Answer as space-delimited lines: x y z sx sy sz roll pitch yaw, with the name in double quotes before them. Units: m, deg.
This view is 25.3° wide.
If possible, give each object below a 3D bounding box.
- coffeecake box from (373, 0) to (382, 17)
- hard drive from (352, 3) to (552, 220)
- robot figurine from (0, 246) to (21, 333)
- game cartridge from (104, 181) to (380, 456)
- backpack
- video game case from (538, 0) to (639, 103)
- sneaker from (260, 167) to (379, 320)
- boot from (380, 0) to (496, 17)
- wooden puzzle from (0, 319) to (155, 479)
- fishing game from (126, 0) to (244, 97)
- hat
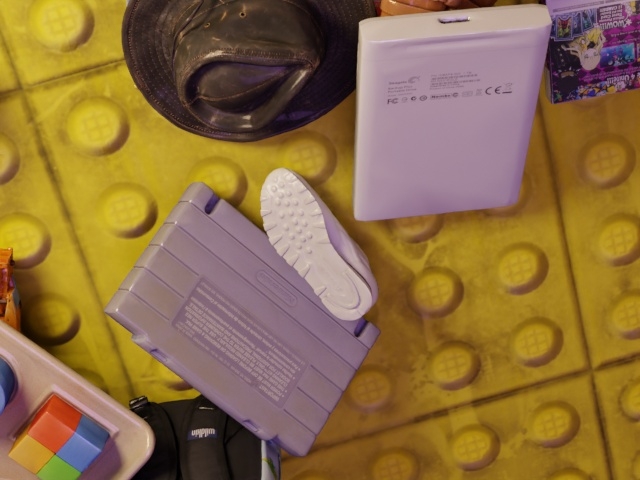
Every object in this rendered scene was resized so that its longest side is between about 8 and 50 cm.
"coffeecake box" 0.090 -0.401 1.810 0.185 0.068 0.142 -41 115 12
"hard drive" 0.161 -0.158 1.855 0.233 0.047 0.353 -6 143 -5
"robot figurine" -0.504 0.142 1.966 0.211 0.085 0.291 6 114 -2
"game cartridge" -0.104 0.115 1.967 0.355 0.068 0.230 41 74 -22
"backpack" -0.174 0.403 1.987 0.290 0.355 0.273 -11 117 -4
"video game case" 0.410 -0.304 1.913 0.232 0.042 0.210 -11 116 -2
"sneaker" 0.000 0.000 1.979 0.090 0.095 0.235 -28 97 26
"boot" 0.106 -0.353 1.751 0.284 0.109 0.220 12 119 -24
"wooden puzzle" -0.447 0.278 1.919 0.348 0.080 0.322 39 113 -9
"fishing game" -0.158 -0.301 1.839 0.189 0.041 0.264 14 112 -17
"hat" -0.086 -0.227 1.788 0.331 0.134 0.331 -2 127 -2
